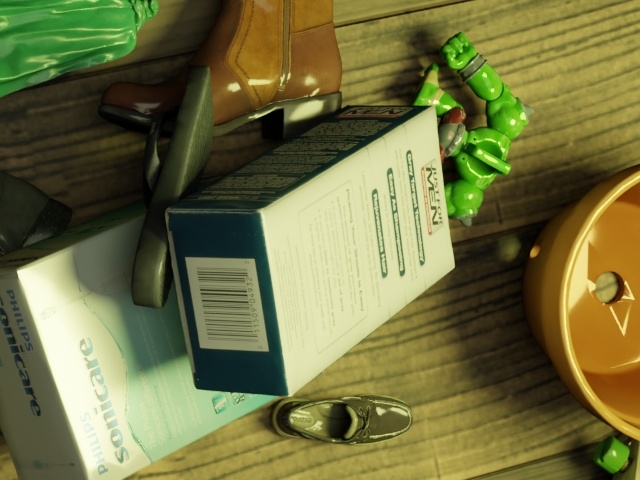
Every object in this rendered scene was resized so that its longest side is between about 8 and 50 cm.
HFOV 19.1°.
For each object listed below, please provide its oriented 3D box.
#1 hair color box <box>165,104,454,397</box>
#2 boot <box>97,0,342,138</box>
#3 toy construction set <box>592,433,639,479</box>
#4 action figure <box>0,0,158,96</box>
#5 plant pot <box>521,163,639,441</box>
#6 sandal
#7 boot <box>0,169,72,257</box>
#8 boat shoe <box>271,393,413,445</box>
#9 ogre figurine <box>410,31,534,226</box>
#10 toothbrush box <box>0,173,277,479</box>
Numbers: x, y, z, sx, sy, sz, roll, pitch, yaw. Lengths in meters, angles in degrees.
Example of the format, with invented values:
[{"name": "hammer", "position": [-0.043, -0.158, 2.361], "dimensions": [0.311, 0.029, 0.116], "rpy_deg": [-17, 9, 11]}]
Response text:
[{"name": "hair color box", "position": [0.000, 0.000, 1.760], "dimensions": [0.347, 0.105, 0.174], "rpy_deg": [-33, 120, -55]}, {"name": "boot", "position": [-0.092, -0.239, 1.851], "dimensions": [0.264, 0.096, 0.280], "rpy_deg": [-1, 93, -22]}, {"name": "toy construction set", "position": [0.435, 0.224, 2.013], "dimensions": [0.237, 0.257, 0.309], "rpy_deg": [34, 62, -5]}, {"name": "action figure", "position": [-0.262, -0.202, 1.821], "dimensions": [0.232, 0.063, 0.137], "rpy_deg": [-14, 96, -24]}, {"name": "plant pot", "position": [0.336, 0.057, 1.958], "dimensions": [0.291, 0.203, 0.291], "rpy_deg": [-1, 93, -18]}, {"name": "sandal", "position": [-0.141, -0.060, 1.704], "dimensions": [0.054, 0.097, 0.254], "rpy_deg": [9, 56, 6]}, {"name": "boot", "position": [-0.359, 0.023, 1.793], "dimensions": [0.161, 0.083, 0.246], "rpy_deg": [34, 67, -13]}, {"name": "boat shoe", "position": [0.027, 0.187, 1.946], "dimensions": [0.152, 0.049, 0.056], "rpy_deg": [-1, 94, -18]}, {"name": "ogre figurine", "position": [0.135, -0.098, 1.941], "dimensions": [0.118, 0.097, 0.197], "rpy_deg": [29, 73, -6]}, {"name": "toothbrush box", "position": [-0.167, 0.082, 1.784], "dimensions": [0.295, 0.126, 0.216], "rpy_deg": [-26, 103, -40]}]
